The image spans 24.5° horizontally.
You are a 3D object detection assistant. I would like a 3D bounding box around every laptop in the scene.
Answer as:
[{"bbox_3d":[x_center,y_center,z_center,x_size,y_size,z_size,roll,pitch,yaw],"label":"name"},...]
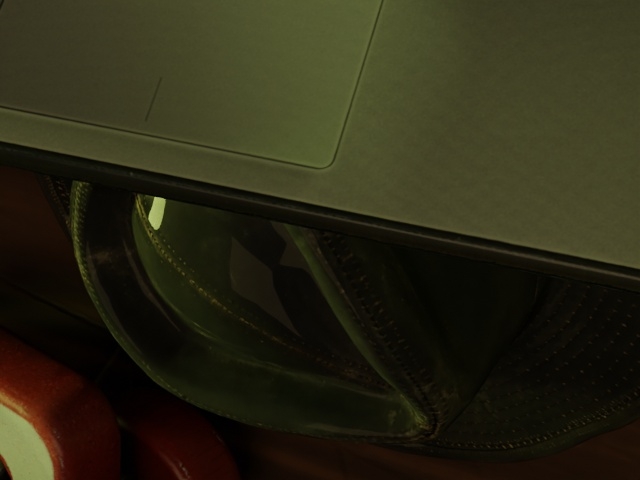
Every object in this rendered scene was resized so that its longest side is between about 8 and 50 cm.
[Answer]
[{"bbox_3d":[0.001,-0.235,0.396,0.382,0.407,0.236,12,159,14],"label":"laptop"}]

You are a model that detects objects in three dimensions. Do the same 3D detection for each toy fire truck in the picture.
[{"bbox_3d":[-0.189,0.169,0.787,0.254,0.169,0.302,24,129,28],"label":"toy fire truck"}]

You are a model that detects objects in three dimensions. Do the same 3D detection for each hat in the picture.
[{"bbox_3d":[0.000,0.000,0.607,0.331,0.134,0.331,10,124,15],"label":"hat"}]
